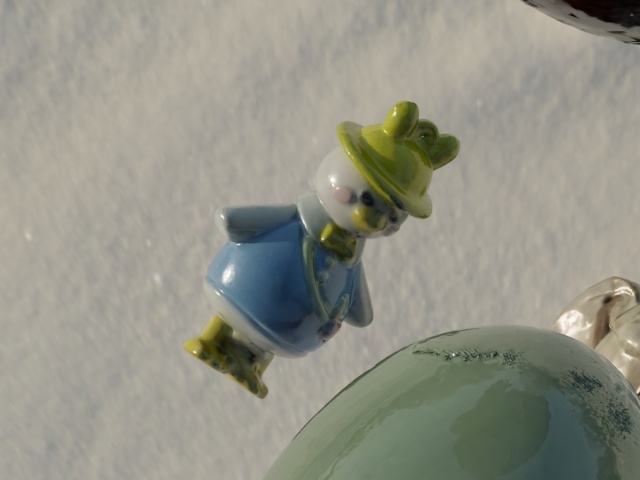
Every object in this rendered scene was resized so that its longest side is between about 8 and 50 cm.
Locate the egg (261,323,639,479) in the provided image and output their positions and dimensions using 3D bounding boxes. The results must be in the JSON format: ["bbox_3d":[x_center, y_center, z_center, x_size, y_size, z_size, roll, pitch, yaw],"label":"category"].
[{"bbox_3d":[0.058,0.169,0.936,0.203,0.203,0.282,31,81,15],"label":"egg"}]

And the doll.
[{"bbox_3d":[0.000,0.000,1.354,0.135,0.099,0.241,42,101,1],"label":"doll"}]

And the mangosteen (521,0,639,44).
[{"bbox_3d":[0.141,-0.213,0.764,0.288,0.288,0.288,-2,68,4],"label":"mangosteen"}]

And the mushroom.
[{"bbox_3d":[0.302,0.136,1.601,0.189,0.253,0.195,39,102,-22],"label":"mushroom"}]
